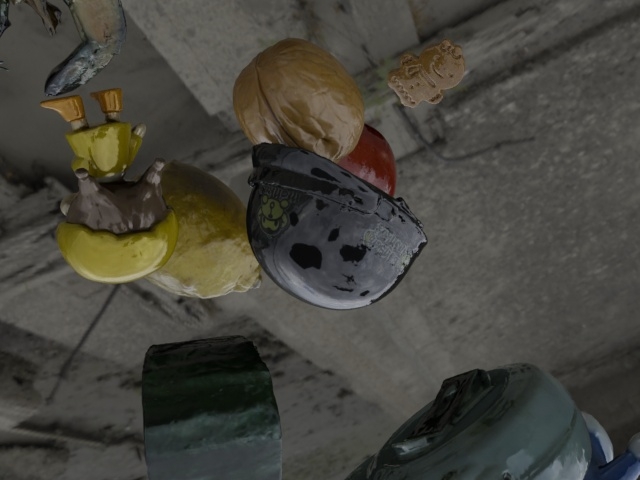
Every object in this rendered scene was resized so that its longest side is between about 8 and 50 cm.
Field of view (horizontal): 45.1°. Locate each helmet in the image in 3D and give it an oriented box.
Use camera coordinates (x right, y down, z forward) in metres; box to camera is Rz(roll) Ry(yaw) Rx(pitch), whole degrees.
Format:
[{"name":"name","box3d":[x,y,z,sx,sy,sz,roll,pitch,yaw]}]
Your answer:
[{"name":"helmet","box3d":[0.000,0.000,0.996,0.279,0.230,0.160,34,79,-48]}]

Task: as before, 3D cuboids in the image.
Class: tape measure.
[{"name":"tape measure","box3d":[0.130,0.111,0.413,0.164,0.084,0.330,-43,-175,-38]}]

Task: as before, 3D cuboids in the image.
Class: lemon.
[{"name":"lemon","box3d":[-0.280,-0.012,1.646,0.285,0.285,0.316,-25,117,-1]}]

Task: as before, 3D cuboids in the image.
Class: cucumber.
[{"name":"cucumber","box3d":[-0.121,0.185,0.802,0.130,0.191,0.191,-4,150,-16]}]

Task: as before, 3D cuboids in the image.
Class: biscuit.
[{"name":"biscuit","box3d":[0.231,-0.354,1.659,0.184,0.027,0.133,-12,123,32]}]

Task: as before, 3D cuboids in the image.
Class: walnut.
[{"name":"walnut","box3d":[-0.026,-0.182,1.066,0.165,0.165,0.197,-31,134,11]}]

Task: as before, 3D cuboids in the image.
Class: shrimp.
[{"name":"shrimp","box3d":[-0.437,-0.298,1.110,0.272,0.085,0.445,32,133,-16]}]

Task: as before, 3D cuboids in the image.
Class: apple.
[{"name":"apple","box3d":[0.009,-0.114,1.458,0.260,0.216,0.260,4,170,1]}]

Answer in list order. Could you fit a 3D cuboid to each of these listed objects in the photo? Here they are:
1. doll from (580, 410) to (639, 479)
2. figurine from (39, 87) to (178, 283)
[{"name":"doll","box3d":[0.217,0.260,0.660,0.161,0.257,0.215,35,111,-17]},{"name":"figurine","box3d":[-0.379,-0.092,1.368,0.215,0.344,0.187,-18,-169,-24]}]
